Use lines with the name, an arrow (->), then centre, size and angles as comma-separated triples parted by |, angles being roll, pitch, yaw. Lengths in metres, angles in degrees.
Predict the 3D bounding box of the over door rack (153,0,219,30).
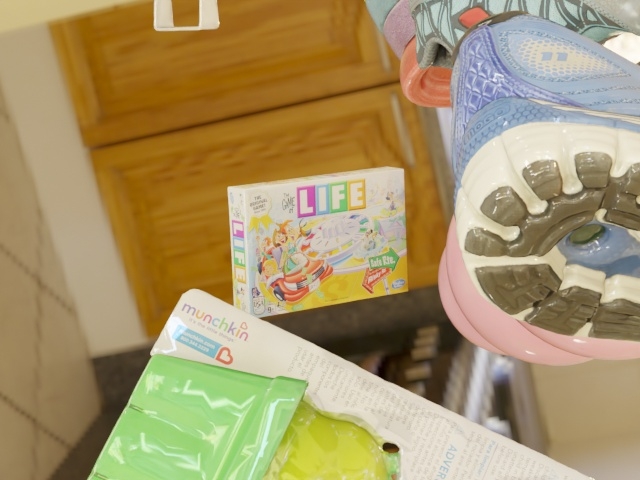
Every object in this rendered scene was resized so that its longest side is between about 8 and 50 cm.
over door rack -> -0.140, -0.292, 1.097 | 0.239, 0.108, 0.324 | -10, 115, -47

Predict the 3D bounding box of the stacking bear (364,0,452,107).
stacking bear -> 0.105, -0.286, 1.450 | 0.175, 0.164, 0.289 | 92, -20, -69

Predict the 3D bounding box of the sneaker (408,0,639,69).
sneaker -> 0.146, -0.134, 0.978 | 0.262, 0.104, 0.125 | 26, -69, 59

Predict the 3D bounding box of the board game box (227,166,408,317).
board game box -> 0.000, 0.000, 1.248 | 0.026, 0.154, 0.103 | 11, -73, 56

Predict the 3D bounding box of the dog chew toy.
dog chew toy -> 0.194, 0.007, 1.244 | 0.332, 0.206, 0.207 | 140, -56, -68

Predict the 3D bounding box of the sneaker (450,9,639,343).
sneaker -> 0.177, -0.012, 0.734 | 0.330, 0.129, 0.147 | 32, 36, -41

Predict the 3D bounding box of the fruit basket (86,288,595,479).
fruit basket -> -0.007, 0.245, 1.066 | 0.327, 0.353, 0.165 | -65, -176, -20
